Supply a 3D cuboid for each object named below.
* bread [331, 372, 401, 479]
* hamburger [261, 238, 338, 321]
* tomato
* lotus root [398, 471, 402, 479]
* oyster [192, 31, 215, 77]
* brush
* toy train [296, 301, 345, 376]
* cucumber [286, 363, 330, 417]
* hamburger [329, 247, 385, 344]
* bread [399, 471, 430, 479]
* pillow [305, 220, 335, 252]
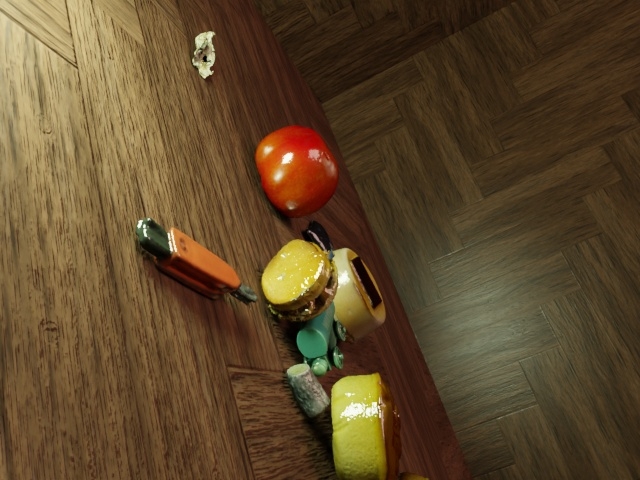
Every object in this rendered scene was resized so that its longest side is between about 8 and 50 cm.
[{"bbox_3d":[0.105,0.427,1.152,0.270,0.148,0.270,-7,90,-83],"label":"bread"},{"bbox_3d":[-0.042,0.103,1.204,0.118,0.182,0.191,45,25,-37],"label":"hamburger"},{"bbox_3d":[-0.068,-0.224,1.622,0.298,0.226,0.298,55,17,-26],"label":"tomato"},{"bbox_3d":[0.219,0.678,1.393,0.192,0.088,0.113,57,-1,-29],"label":"lotus root"},{"bbox_3d":[-0.345,-0.541,1.530,0.200,0.061,0.106,-85,165,-62],"label":"oyster"},{"bbox_3d":[-0.209,0.055,0.925,0.323,0.051,0.070,44,18,-51],"label":"brush"},{"bbox_3d":[-0.002,0.224,1.288,0.248,0.101,0.159,-70,142,-71],"label":"toy train"},{"bbox_3d":[-0.029,0.317,1.116,0.112,0.064,0.064,61,13,-6],"label":"cucumber"},{"bbox_3d":[0.071,0.168,1.576,0.302,0.170,0.302,54,18,-26],"label":"hamburger"},{"bbox_3d":[0.179,0.617,1.125,0.236,0.070,0.236,14,90,-75],"label":"bread"},{"bbox_3d":[0.000,0.000,1.872,0.141,0.055,0.208,55,13,-7],"label":"pillow"}]
